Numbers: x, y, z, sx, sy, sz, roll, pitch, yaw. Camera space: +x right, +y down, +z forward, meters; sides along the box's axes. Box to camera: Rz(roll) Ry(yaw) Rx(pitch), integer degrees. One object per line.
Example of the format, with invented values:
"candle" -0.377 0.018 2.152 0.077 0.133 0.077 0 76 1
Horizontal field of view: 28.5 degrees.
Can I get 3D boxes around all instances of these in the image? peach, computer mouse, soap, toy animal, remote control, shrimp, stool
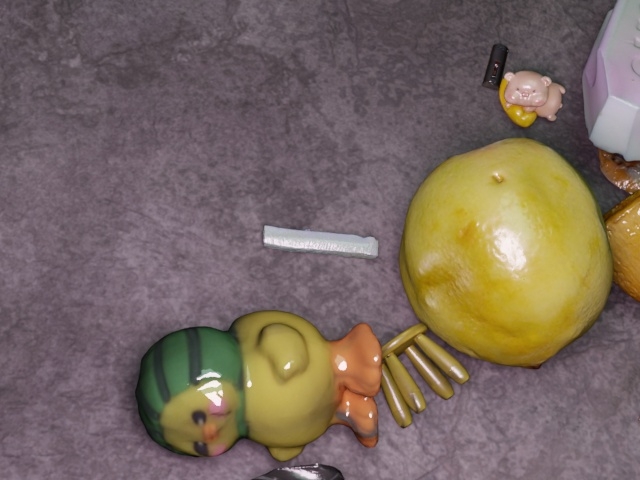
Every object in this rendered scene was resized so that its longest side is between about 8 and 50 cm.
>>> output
"peach" 0.279 0.017 1.848 0.281 0.314 0.315 -26 74 -42
"computer mouse" -0.033 0.343 1.750 0.135 0.079 0.047 -2 61 -5
"soap" 0.551 -0.281 2.095 0.208 0.115 0.347 25 50 5
"toy animal" -0.087 0.195 1.756 0.338 0.216 0.191 -6 39 -9
"toy animal" 0.354 -0.239 2.097 0.114 0.082 0.091 12 64 -5
"remote control" 0.300 -0.297 2.152 0.034 0.016 0.091 15 62 3
"shrimp" 0.525 -0.152 2.102 0.132 0.051 0.187 -17 65 -16
"stool" 0.137 0.193 1.835 0.135 0.134 0.110 -40 77 22

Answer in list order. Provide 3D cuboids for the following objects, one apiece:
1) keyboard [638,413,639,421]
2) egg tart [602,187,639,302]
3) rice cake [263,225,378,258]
"keyboard" 0.549 0.278 1.922 0.129 0.015 0.049 22 58 1
"egg tart" 0.515 -0.003 1.958 0.202 0.202 0.147 -38 86 -23
"rice cake" 0.000 0.000 1.947 0.180 0.030 0.042 6 69 -7
